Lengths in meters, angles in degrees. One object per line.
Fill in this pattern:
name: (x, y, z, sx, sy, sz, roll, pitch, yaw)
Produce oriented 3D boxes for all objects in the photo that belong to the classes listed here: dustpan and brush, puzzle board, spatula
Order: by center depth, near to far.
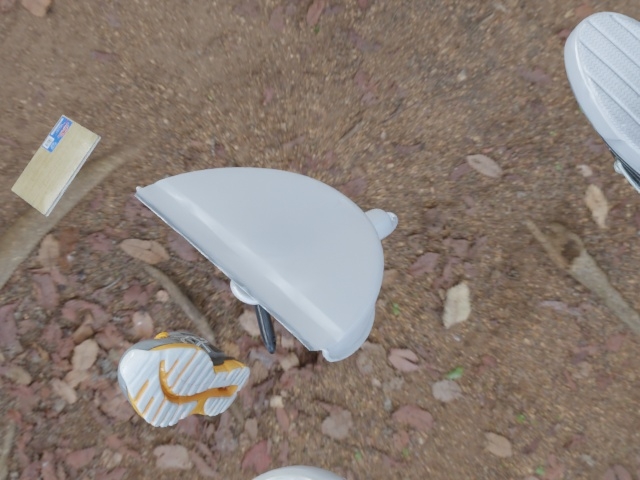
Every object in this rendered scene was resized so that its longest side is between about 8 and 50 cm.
dustpan and brush: (0.000, 0.000, 0.518, 0.147, 0.211, 0.060, 39, 129, 19)
puzzle board: (-0.361, -0.104, 1.129, 0.096, 0.011, 0.128, 29, 84, 37)
spatula: (-0.098, 0.038, 1.292, 0.030, 0.084, 0.297, -13, 65, 10)

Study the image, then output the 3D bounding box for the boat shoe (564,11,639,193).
boat shoe: (0.370, -0.090, 0.895, 0.121, 0.119, 0.335, -35, 85, -10)

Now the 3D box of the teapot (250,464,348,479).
teapot: (-0.002, 0.398, 0.971, 0.252, 0.256, 0.187, -51, 135, -6)

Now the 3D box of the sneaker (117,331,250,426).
sneaker: (-0.147, 0.128, 0.815, 0.083, 0.215, 0.084, 36, 87, 20)
